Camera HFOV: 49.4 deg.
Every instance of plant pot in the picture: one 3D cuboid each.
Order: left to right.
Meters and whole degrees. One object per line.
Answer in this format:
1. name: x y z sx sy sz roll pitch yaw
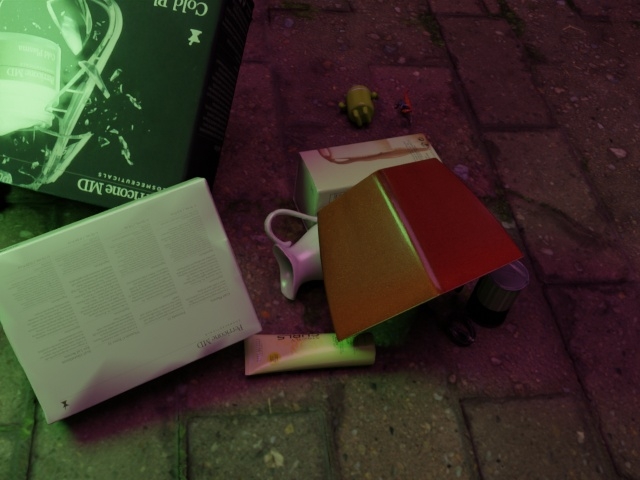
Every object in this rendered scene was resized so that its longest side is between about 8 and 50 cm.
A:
1. plant pot: 0.149 0.002 1.255 0.267 0.267 0.236 -16 78 -43

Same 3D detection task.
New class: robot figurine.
1. robot figurine: 0.098 -0.341 1.739 0.101 0.067 0.115 -17 51 15

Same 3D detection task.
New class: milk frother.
1. milk frother: 0.322 0.120 1.356 0.129 0.135 0.143 12 50 1

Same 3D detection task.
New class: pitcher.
1. pitcher: 0.000 0.000 1.386 0.207 0.125 0.178 -23 100 -21

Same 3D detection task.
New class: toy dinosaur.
1. toy dinosaur: 0.214 -0.344 1.759 0.047 0.090 0.082 7 5 -16

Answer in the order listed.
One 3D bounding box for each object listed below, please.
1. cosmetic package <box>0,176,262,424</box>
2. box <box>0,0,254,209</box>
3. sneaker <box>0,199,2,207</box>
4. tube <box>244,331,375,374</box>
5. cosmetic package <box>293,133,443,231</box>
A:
1. cosmetic package: -0.322 0.091 1.156 0.377 0.097 0.284 -22 102 -15
2. box: -0.422 -0.315 1.342 0.480 0.297 0.472 13 95 2
3. sneaker: -0.715 -0.076 1.400 0.089 0.051 0.170 40 51 22
4. tube: -0.020 0.205 1.281 0.240 0.070 0.062 -2 92 -6
5. cosmetic package: 0.102 -0.121 1.508 0.296 0.153 0.129 -10 52 -19
